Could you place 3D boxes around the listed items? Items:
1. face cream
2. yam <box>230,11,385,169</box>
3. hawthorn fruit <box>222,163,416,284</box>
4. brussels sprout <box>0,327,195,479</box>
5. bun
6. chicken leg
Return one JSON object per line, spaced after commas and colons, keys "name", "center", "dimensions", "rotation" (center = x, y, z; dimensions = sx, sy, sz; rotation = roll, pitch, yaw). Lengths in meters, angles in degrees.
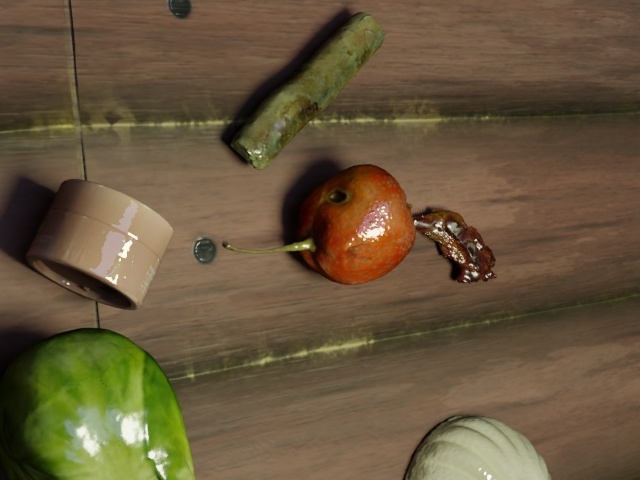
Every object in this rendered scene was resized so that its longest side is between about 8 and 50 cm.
{"name": "face cream", "center": [-0.264, 0.006, 1.327], "dimensions": [0.149, 0.149, 0.104], "rotation": [33, 69, -30]}
{"name": "yam", "center": [-0.013, -0.218, 1.577], "dimensions": [0.071, 0.067, 0.317], "rotation": [38, 63, 5]}
{"name": "hawthorn fruit", "center": [0.000, 0.000, 1.528], "dimensions": [0.285, 0.165, 0.165], "rotation": [-23, 100, -29]}
{"name": "brussels sprout", "center": [-0.252, 0.233, 1.275], "dimensions": [0.210, 0.219, 0.271], "rotation": [-28, 87, -31]}
{"name": "bun", "center": [0.270, 0.399, 1.678], "dimensions": [0.263, 0.175, 0.263], "rotation": [4, 82, -36]}
{"name": "chicken leg", "center": [0.203, 0.000, 1.731], "dimensions": [0.219, 0.048, 0.089], "rotation": [40, 62, -27]}
